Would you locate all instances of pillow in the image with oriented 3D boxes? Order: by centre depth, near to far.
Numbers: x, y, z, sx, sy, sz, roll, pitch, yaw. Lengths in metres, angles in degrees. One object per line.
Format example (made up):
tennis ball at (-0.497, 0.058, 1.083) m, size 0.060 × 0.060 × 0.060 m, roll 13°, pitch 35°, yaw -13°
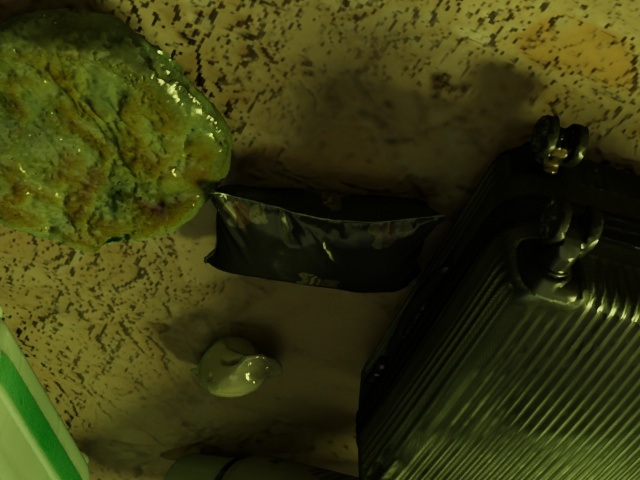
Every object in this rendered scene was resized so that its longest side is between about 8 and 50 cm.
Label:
pillow at (0.000, 0.000, 0.787) m, size 0.150 × 0.048 × 0.090 m, roll 6°, pitch 134°, yaw -6°

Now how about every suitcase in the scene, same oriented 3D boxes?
suitcase at (0.154, 0.074, 0.793) m, size 0.202 × 0.128 × 0.312 m, roll 15°, pitch 138°, yaw -14°

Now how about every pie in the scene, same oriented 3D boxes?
pie at (-0.146, -0.064, 0.735) m, size 0.186 × 0.041 × 0.187 m, roll 2°, pitch 137°, yaw 2°

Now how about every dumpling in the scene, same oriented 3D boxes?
dumpling at (-0.058, 0.096, 0.904) m, size 0.059 × 0.043 × 0.077 m, roll 10°, pitch 139°, yaw -39°

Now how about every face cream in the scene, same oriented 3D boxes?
face cream at (0.019, 0.220, 0.936) m, size 0.314 × 0.089 × 0.143 m, roll 2°, pitch 175°, yaw 30°

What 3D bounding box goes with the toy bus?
toy bus at (-0.277, 0.169, 0.930) m, size 0.164 × 0.134 × 0.276 m, roll -5°, pitch 137°, yaw 11°
